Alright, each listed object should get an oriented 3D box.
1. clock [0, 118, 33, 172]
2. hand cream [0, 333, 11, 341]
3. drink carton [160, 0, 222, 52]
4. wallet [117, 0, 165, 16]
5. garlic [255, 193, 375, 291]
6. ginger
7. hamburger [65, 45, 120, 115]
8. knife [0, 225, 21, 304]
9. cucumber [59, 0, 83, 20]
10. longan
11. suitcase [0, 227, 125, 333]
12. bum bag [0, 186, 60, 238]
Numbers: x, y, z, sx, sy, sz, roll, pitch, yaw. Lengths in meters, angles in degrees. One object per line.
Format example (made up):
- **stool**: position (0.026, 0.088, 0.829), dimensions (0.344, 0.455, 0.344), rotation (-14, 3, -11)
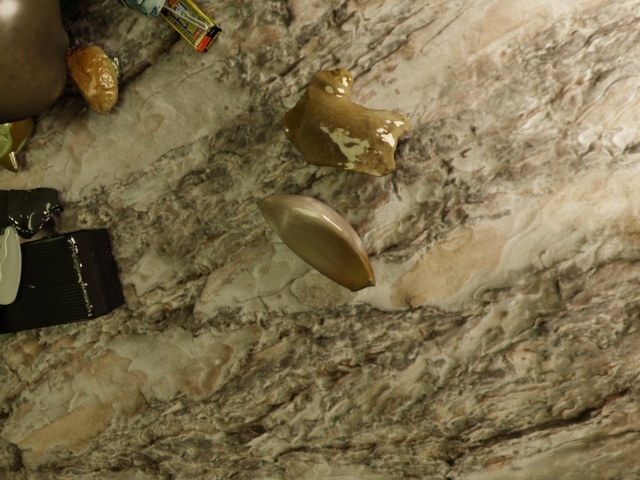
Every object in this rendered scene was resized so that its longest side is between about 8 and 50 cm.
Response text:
- **clock**: position (-0.885, -0.330, 1.121), dimensions (0.287, 0.117, 0.347), rotation (-10, 97, 14)
- **hand cream**: position (-0.948, 0.139, 1.223), dimensions (0.147, 0.093, 0.305), rotation (-15, 94, 19)
- **drink carton**: position (-0.308, -0.510, 0.998), dimensions (0.166, 0.056, 0.071), rotation (44, 109, 3)
- **wallet**: position (-0.398, -0.575, 0.963), dimensions (0.202, 0.059, 0.141), rotation (36, 102, 31)
- **garlic**: position (0.005, -0.006, 0.983), dimensions (0.318, 0.112, 0.143), rotation (45, 127, -4)
- **ginger**: position (0.051, -0.243, 0.928), dimensions (0.276, 0.130, 0.221), rotation (3, 91, 6)
- **hamburger**: position (-0.532, -0.397, 1.049), dimensions (0.102, 0.087, 0.175), rotation (-27, 90, 16)
- **knife**: position (-0.770, 0.129, 1.056), dimensions (0.081, 0.043, 0.335), rotation (24, 100, 0)
- **cucumber**: position (-0.666, -0.571, 1.032), dimensions (0.326, 0.145, 0.105), rotation (-26, 86, 19)
- **longan**: position (-0.688, -0.417, 0.891), dimensions (0.362, 0.361, 0.360), rotation (2, 99, 12)
- **suitcase**: position (-0.699, 0.107, 1.131), dimensions (0.336, 0.152, 0.229), rotation (-10, 97, 14)
- **bum bag**: position (-0.838, -0.069, 1.158), dimensions (0.327, 0.079, 0.142), rotation (-3, 64, 11)
